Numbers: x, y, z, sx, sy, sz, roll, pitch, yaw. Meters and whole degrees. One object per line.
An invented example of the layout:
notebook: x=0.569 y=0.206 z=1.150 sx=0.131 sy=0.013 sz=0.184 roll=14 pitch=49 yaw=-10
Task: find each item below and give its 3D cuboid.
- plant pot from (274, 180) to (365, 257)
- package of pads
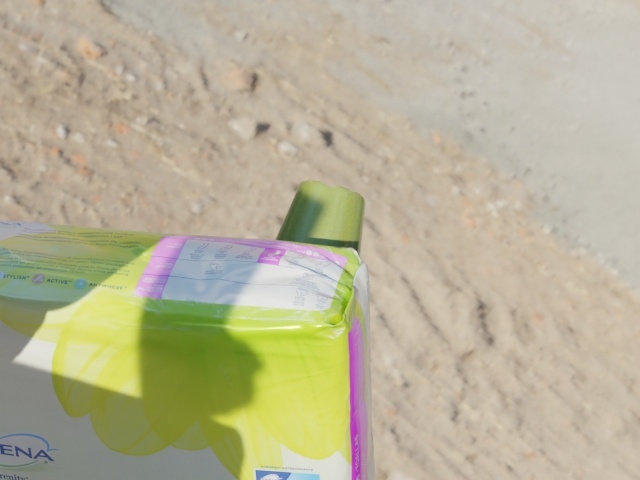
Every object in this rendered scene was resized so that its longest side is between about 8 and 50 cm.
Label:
plant pot: x=0.000 y=0.000 z=0.886 sx=0.083 sy=0.083 sz=0.079 roll=19 pitch=81 yaw=-22
package of pads: x=-0.112 y=0.105 z=0.818 sx=0.297 sy=0.229 sz=0.101 roll=4 pitch=31 yaw=11
